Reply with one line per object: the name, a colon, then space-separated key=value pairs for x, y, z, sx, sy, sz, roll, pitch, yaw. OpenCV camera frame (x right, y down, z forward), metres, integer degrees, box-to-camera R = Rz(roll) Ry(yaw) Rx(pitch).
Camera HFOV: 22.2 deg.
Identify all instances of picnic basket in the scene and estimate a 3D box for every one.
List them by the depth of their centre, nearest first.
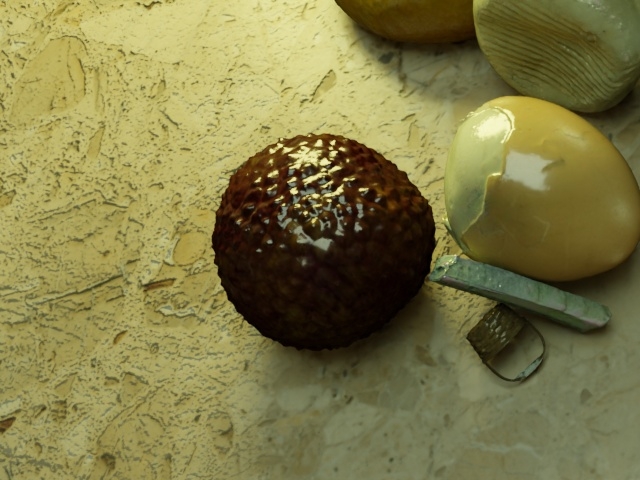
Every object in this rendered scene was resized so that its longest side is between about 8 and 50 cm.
picnic basket: x=0.213 y=0.118 z=1.852 sx=0.083 sy=0.072 sz=0.072 roll=45 pitch=81 yaw=3

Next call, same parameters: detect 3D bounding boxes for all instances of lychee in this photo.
lychee: x=0.000 y=0.000 z=1.876 sx=0.260 sy=0.260 sz=0.260 roll=-7 pitch=61 yaw=14

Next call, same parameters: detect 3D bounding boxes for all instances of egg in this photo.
egg: x=0.249 y=-0.052 z=1.847 sx=0.244 sy=0.201 sz=0.201 roll=26 pitch=73 yaw=17

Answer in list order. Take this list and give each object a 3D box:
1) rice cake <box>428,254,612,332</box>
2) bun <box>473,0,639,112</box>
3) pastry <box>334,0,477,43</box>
rice cake: x=0.225 y=0.061 z=1.821 sx=0.211 sy=0.043 sz=0.034 roll=18 pitch=73 yaw=-12
bun: x=0.294 y=-0.259 z=1.939 sx=0.231 sy=0.231 sz=0.133 roll=18 pitch=58 yaw=25
pastry: x=0.149 y=-0.413 z=2.091 sx=0.356 sy=0.164 sz=0.356 roll=-6 pitch=64 yaw=13
